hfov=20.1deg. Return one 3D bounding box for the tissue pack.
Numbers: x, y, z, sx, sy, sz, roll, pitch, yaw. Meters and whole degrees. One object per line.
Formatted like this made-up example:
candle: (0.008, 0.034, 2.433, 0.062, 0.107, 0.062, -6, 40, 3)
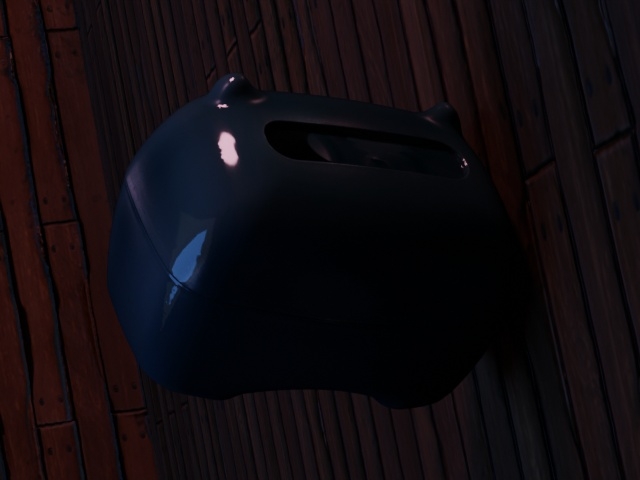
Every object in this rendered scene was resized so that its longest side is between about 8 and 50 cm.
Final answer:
tissue pack: (0.000, 0.000, 1.333, 0.206, 0.287, 0.198, -67, 30, 32)
